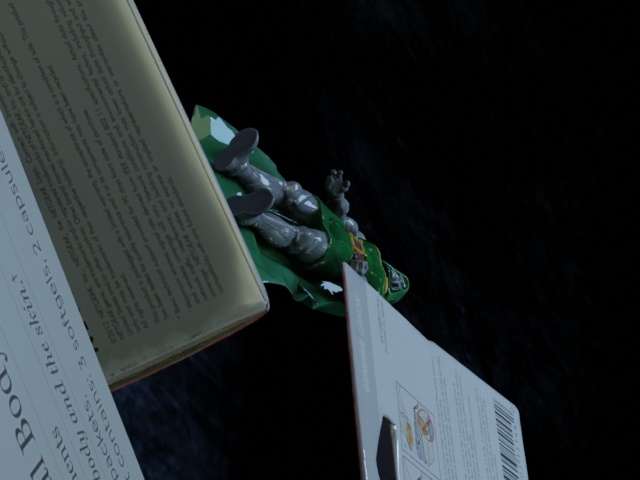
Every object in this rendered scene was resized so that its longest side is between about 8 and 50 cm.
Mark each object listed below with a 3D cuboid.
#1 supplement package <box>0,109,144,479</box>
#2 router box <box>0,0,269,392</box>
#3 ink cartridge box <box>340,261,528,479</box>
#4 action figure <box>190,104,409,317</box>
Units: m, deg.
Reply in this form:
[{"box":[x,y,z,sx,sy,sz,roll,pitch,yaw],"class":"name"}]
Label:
[{"box":[-0.178,0.079,0.324,0.262,0.198,0.199,-60,134,-67],"class":"supplement package"},{"box":[-0.139,-0.109,0.729,0.335,0.082,0.301,65,-6,-4],"class":"router box"},{"box":[0.069,0.199,1.080,0.261,0.066,0.296,41,35,-44],"class":"ink cartridge box"},{"box":[0.000,0.000,1.125,0.232,0.063,0.137,36,36,-55],"class":"action figure"}]
